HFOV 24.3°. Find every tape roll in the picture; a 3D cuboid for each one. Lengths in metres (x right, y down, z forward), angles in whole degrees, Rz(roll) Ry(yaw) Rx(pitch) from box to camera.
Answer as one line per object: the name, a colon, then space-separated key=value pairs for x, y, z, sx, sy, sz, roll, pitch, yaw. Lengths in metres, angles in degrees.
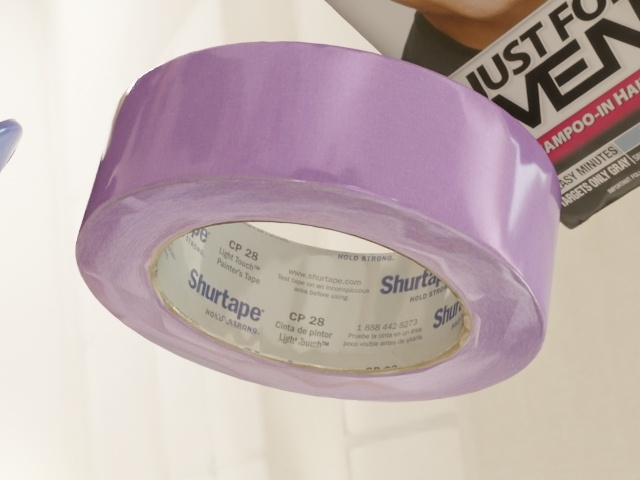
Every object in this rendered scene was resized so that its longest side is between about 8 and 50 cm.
tape roll: x=0.000 y=0.000 z=0.873 sx=0.275 sy=0.275 sz=0.090 roll=121 pitch=-18 yaw=-60

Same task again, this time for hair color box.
hair color box: x=0.101 y=-0.196 z=0.915 sx=0.185 sy=0.374 sz=0.113 roll=-36 pitch=-162 yaw=41

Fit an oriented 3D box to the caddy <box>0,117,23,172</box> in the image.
caddy: x=-0.378 y=0.003 z=1.140 sx=0.179 sy=0.341 sz=0.241 roll=46 pitch=3 yaw=-4
